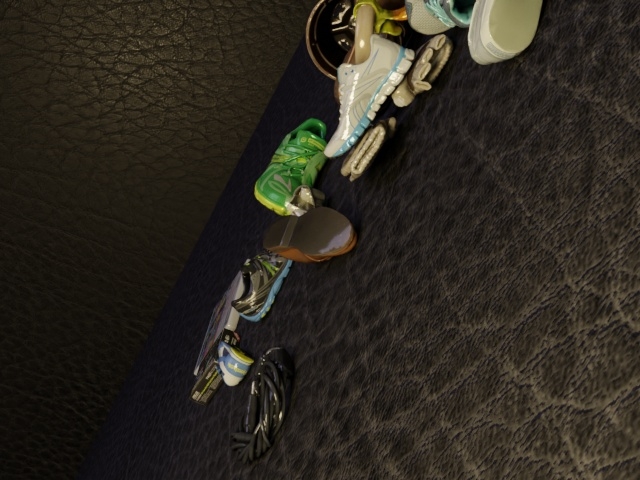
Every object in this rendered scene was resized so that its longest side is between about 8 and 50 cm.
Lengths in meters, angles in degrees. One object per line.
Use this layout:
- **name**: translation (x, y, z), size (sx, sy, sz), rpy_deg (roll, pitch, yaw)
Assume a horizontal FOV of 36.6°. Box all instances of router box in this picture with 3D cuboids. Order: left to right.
- **router box**: translation (-0.198, 0.237, 1.814), size (0.122, 0.038, 0.092), rpy_deg (-55, 13, 36)

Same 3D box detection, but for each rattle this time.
- **rattle**: translation (0.110, -0.263, 1.465), size (0.130, 0.142, 0.200), rpy_deg (156, 115, -81)

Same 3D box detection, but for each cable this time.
- **cable**: translation (-0.085, 0.229, 1.315), size (0.150, 0.047, 0.184), rpy_deg (-61, 12, 13)

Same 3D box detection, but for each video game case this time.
- **video game case**: translation (-0.201, 0.163, 2.037), size (0.183, 0.023, 0.201), rpy_deg (-54, 16, 39)

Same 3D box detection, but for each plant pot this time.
- **plant pot**: translation (0.068, -0.379, 1.741), size (0.167, 0.167, 0.165), rpy_deg (-59, 4, 21)

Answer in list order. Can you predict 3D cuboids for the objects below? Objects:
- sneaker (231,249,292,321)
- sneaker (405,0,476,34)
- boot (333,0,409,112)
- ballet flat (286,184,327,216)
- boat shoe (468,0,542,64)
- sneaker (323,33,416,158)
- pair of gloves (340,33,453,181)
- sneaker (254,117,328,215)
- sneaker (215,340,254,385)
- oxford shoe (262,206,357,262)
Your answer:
- **sneaker**: translation (-0.099, 0.048, 1.696), size (0.188, 0.078, 0.067), rpy_deg (-66, 12, -14)
- **sneaker**: translation (0.174, -0.326, 1.249), size (0.283, 0.110, 0.122), rpy_deg (-36, 33, 67)
- **boot**: translation (0.112, -0.353, 1.581), size (0.115, 0.112, 0.305), rpy_deg (-149, 71, -66)
- **ballet flat**: translation (-0.025, -0.032, 1.571), size (0.072, 0.068, 0.213), rpy_deg (-59, 12, 20)
- **boat shoe**: translation (0.214, -0.299, 1.074), size (0.081, 0.079, 0.227), rpy_deg (-17, 50, 68)
- **sneaker**: translation (0.049, -0.205, 1.361), size (0.191, 0.083, 0.071), rpy_deg (-57, 7, 9)
- **pair of gloves**: translation (0.109, -0.186, 1.376), size (0.240, 0.042, 0.204), rpy_deg (-57, 5, -2)
- **sneaker**: translation (-0.047, -0.143, 1.811), size (0.295, 0.109, 0.123), rpy_deg (-80, 16, -55)
- **sneaker**: translation (-0.153, 0.209, 1.648), size (0.059, 0.053, 0.144), rpy_deg (-66, 10, -2)
- **oxford shoe**: translation (0.000, 0.000, 1.411), size (0.212, 0.076, 0.076), rpy_deg (1, 62, 60)
